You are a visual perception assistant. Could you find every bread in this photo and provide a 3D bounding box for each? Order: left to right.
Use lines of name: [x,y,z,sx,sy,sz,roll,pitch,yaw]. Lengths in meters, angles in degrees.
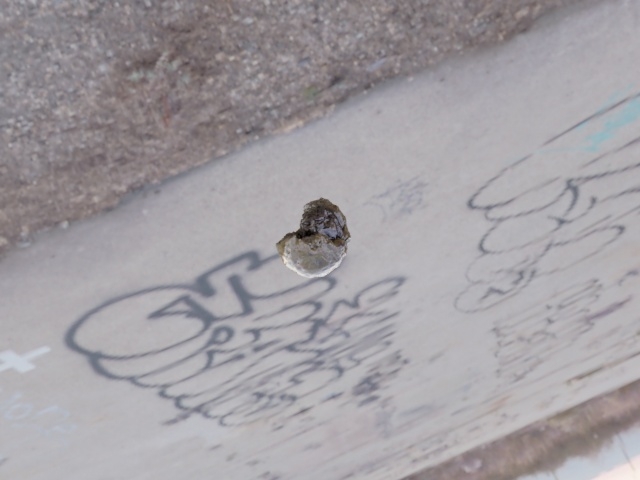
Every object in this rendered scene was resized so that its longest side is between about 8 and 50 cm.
bread: [0.000,0.000,1.090,0.060,0.082,0.113,-25,-157,40]
